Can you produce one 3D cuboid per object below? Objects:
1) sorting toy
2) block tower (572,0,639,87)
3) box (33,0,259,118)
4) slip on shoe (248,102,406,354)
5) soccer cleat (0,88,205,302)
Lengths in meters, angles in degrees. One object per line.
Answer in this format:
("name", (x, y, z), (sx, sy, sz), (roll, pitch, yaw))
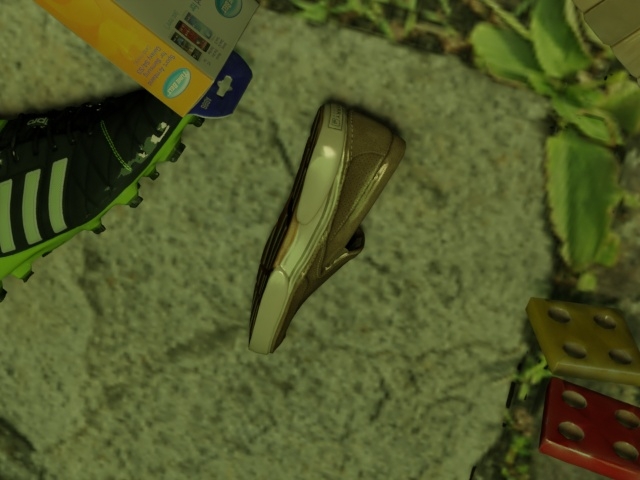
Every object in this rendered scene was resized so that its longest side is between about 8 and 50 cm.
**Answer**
("sorting toy", (0.219, 0.081, 0.833), (0.274, 0.132, 0.046), (21, 123, 2))
("block tower", (0.182, -0.080, 0.769), (0.097, 0.091, 0.335), (-34, 108, 29))
("box", (-0.082, -0.109, 0.825), (0.136, 0.081, 0.028), (36, 122, -9))
("slip on shoe", (0.000, 0.000, 0.895), (0.041, 0.051, 0.135), (15, 118, -9))
("soccer cleat", (-0.126, -0.034, 0.898), (0.179, 0.060, 0.072), (-33, 107, 32))
